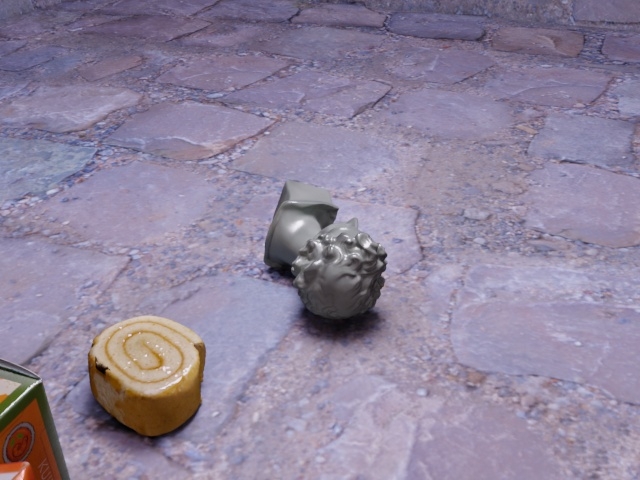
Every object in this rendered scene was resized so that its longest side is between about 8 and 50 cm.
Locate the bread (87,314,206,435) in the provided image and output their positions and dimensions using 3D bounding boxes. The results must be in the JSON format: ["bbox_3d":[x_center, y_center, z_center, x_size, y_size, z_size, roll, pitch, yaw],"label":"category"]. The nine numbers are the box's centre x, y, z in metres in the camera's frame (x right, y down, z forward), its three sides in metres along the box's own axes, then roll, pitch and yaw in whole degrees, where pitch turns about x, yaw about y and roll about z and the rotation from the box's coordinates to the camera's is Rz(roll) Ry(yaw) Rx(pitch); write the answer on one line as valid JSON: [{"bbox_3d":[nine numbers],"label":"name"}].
[{"bbox_3d":[-0.192,0.142,0.811,0.149,0.073,0.122,25,37,36],"label":"bread"}]

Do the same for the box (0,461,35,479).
[{"bbox_3d":[-0.316,0.323,0.338,0.349,0.256,0.318,-5,32,-7],"label":"box"}]

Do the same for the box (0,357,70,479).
[{"bbox_3d":[-0.318,0.205,0.591,0.178,0.195,0.148,9,32,18],"label":"box"}]

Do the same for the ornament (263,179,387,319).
[{"bbox_3d":[-0.009,0.010,0.992,0.120,0.130,0.285,4,19,-25],"label":"ornament"}]
